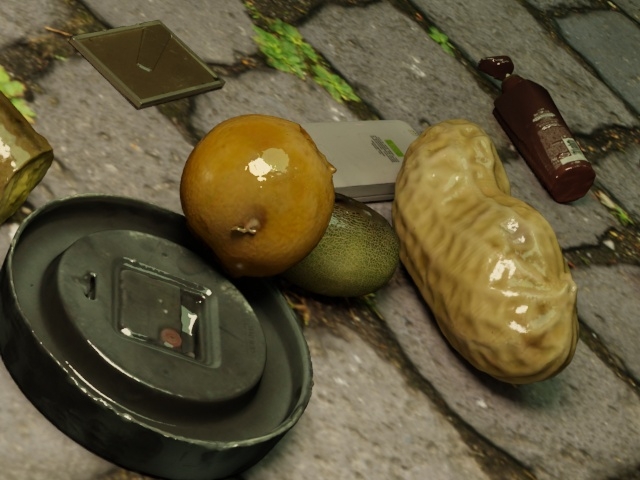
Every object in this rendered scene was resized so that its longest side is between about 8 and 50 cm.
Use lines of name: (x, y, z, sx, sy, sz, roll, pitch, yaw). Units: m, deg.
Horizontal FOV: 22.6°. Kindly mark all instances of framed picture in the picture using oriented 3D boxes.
framed picture: (-0.180, -0.187, 1.680, 0.109, 0.011, 0.149, 45, 32, 15)

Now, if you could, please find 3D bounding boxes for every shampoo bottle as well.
shampoo bottle: (0.266, -0.147, 2.002, 0.068, 0.067, 0.236, 22, 32, -39)

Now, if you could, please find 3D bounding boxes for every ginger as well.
ginger: (-0.338, -0.122, 1.354, 0.109, 0.116, 0.263, -42, 81, -17)

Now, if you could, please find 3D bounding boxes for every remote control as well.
remote control: (0.036, -0.086, 1.724, 0.250, 0.034, 0.103, -8, 51, -48)

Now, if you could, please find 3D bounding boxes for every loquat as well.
loquat: (-0.053, -0.040, 1.379, 0.141, 0.141, 0.141, 25, 33, -17)

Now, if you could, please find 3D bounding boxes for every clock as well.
clock: (-0.138, 0.076, 1.318, 0.281, 0.055, 0.280, 24, 33, -17)

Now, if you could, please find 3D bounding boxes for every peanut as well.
peanut: (0.159, 0.004, 1.609, 0.140, 0.153, 0.325, 15, 43, -38)

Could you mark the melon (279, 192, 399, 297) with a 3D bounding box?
melon: (0.000, 0.000, 1.515, 0.162, 0.099, 0.099, 18, 35, -28)
